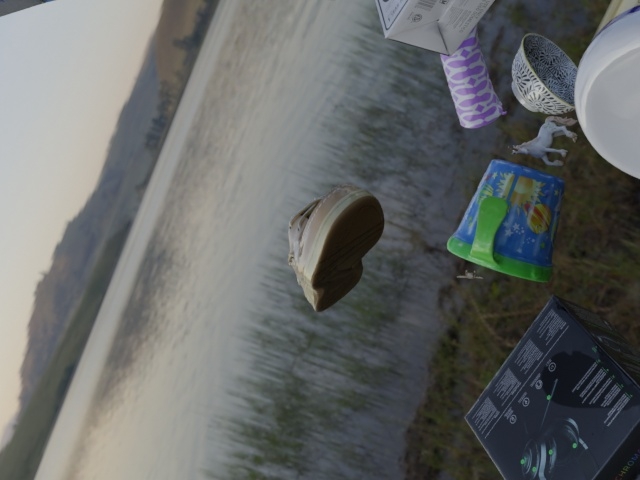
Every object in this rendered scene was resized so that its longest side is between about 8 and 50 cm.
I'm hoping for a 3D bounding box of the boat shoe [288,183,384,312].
[{"bbox_3d":[0.000,0.000,1.250,0.122,0.110,0.341,-34,-15,-18],"label":"boat shoe"}]

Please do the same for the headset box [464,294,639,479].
[{"bbox_3d":[0.371,0.262,1.277,0.246,0.131,0.283,-59,28,16],"label":"headset box"}]

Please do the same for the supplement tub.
[{"bbox_3d":[0.464,-0.249,1.085,0.331,0.241,0.241,-57,3,-35],"label":"supplement tub"}]

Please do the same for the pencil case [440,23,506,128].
[{"bbox_3d":[0.271,-0.303,1.633,0.086,0.088,0.206,-111,-1,-68],"label":"pencil case"}]

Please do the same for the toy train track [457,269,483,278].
[{"bbox_3d":[0.273,0.061,1.647,0.083,0.048,0.014,3,-90,-81],"label":"toy train track"}]

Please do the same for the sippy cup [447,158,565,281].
[{"bbox_3d":[0.418,-0.051,1.959,0.305,0.240,0.224,-122,47,-77],"label":"sippy cup"}]

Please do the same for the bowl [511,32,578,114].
[{"bbox_3d":[0.404,-0.288,1.653,0.080,0.170,0.170,-41,27,39],"label":"bowl"}]

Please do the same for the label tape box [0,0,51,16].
[{"bbox_3d":[-0.524,-0.438,1.384,0.105,0.334,0.240,67,-170,-48],"label":"label tape box"}]

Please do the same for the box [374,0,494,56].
[{"bbox_3d":[0.117,-0.364,0.977,0.169,0.087,0.289,-53,38,43],"label":"box"}]

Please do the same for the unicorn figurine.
[{"bbox_3d":[0.490,-0.211,1.973,0.162,0.111,0.060,-51,-25,-33],"label":"unicorn figurine"}]
